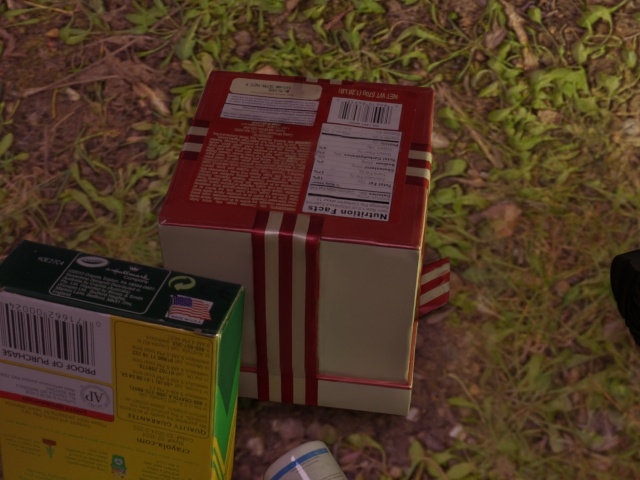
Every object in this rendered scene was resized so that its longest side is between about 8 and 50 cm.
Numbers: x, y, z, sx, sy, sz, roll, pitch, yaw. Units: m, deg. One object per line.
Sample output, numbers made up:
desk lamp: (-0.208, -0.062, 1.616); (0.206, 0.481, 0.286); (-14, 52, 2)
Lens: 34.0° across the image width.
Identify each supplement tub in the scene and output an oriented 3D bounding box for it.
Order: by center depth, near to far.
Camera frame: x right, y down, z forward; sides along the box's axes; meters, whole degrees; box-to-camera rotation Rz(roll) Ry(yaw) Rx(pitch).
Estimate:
supplement tub: (0.000, 0.247, 0.976); (0.071, 0.071, 0.107); (-29, 65, -12)

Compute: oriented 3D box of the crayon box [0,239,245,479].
crayon box: (-0.180, 0.166, 0.928); (0.202, 0.318, 0.081); (12, 33, 7)

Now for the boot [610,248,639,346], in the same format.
boot: (0.466, 0.107, 0.998); (0.260, 0.131, 0.347); (-17, 64, -7)

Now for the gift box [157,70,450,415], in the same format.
gift box: (0.000, 0.000, 1.005); (0.255, 0.258, 0.276); (9, 44, 9)
